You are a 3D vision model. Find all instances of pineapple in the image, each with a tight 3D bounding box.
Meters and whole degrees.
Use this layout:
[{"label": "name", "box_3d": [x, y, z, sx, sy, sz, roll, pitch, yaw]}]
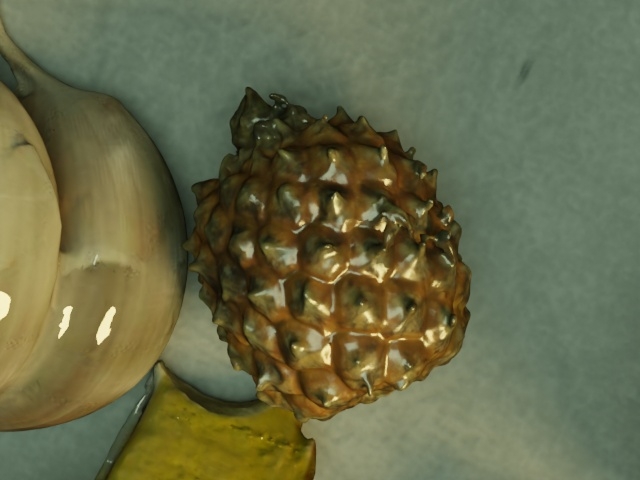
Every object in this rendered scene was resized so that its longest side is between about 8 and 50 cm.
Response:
[{"label": "pineapple", "box_3d": [0.000, 0.000, 0.810, 0.166, 0.166, 0.193, -28, 91, 4]}]

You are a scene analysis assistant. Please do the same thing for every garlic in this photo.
[{"label": "garlic", "box_3d": [-0.211, -0.001, 0.840, 0.237, 0.210, 0.292, 28, 99, 34]}]

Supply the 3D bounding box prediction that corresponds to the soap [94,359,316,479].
[{"label": "soap", "box_3d": [-0.122, 0.233, 0.743, 0.169, 0.338, 0.304, 25, 97, -3]}]
